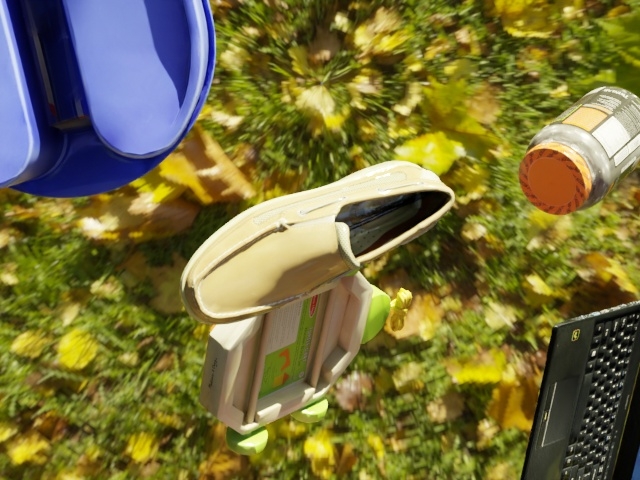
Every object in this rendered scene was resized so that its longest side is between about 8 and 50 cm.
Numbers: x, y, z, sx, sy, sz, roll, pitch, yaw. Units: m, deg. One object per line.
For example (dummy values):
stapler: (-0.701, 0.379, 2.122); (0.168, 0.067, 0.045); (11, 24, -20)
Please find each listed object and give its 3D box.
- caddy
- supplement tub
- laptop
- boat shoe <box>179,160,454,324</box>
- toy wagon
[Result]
caddy: (-0.208, -0.193, 0.839); (0.241, 0.179, 0.342); (-12, 103, -4)
supplement tub: (0.336, -0.112, 1.455); (0.117, 0.190, 0.117); (23, 130, 31)
laptop: (0.337, 0.190, 1.142); (0.264, 0.136, 0.234); (-9, 114, -42)
boat shoe: (0.000, 0.000, 0.738); (0.190, 0.072, 0.068); (-30, 110, -16)
toy wagon: (-0.014, 0.131, 1.536); (0.068, 0.344, 0.267); (33, 126, 32)
